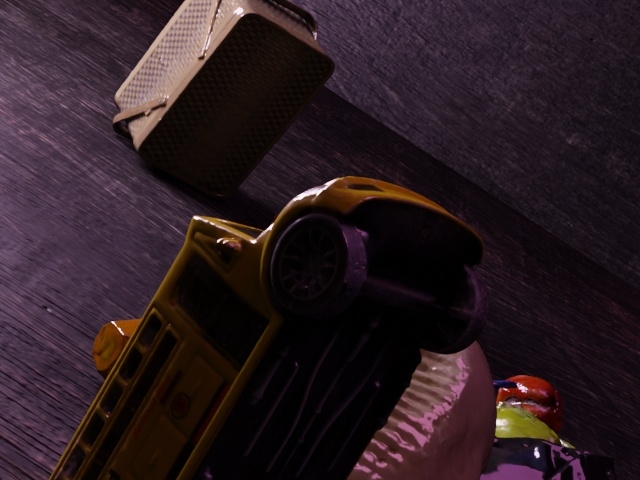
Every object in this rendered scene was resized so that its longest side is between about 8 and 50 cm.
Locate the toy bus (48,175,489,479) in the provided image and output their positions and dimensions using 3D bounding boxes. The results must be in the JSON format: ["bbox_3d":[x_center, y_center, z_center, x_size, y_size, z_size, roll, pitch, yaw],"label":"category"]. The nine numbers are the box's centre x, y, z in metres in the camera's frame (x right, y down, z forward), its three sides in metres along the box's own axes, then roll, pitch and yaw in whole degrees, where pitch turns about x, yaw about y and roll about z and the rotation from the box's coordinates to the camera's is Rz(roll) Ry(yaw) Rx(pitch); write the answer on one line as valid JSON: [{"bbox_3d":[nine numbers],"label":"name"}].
[{"bbox_3d":[-0.045,0.098,0.990,0.144,0.330,0.152,19,16,-48],"label":"toy bus"}]

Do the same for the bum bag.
[{"bbox_3d":[0.110,0.205,1.402,0.310,0.074,0.137,14,43,1],"label":"bum bag"}]

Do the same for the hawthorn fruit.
[{"bbox_3d":[0.231,0.197,1.870,0.093,0.093,0.093,31,13,-8],"label":"hawthorn fruit"}]

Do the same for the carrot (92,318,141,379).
[{"bbox_3d":[-0.063,0.131,1.432,0.314,0.066,0.066,23,16,-40],"label":"carrot"}]

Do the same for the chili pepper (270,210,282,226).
[{"bbox_3d":[0.000,0.000,2.076,0.073,0.070,0.123,22,4,44],"label":"chili pepper"}]

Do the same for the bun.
[{"bbox_3d":[0.017,0.149,1.296,0.259,0.160,0.259,6,44,-6],"label":"bun"}]

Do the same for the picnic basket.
[{"bbox_3d":[-0.128,-0.199,2.077,0.165,0.266,0.139,28,20,-36],"label":"picnic basket"}]

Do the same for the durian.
[{"bbox_3d":[0.188,0.221,1.579,0.132,0.106,0.375,36,5,-15],"label":"durian"}]

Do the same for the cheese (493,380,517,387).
[{"bbox_3d":[0.100,0.145,1.665,0.250,0.064,0.156,5,-5,-42],"label":"cheese"}]
